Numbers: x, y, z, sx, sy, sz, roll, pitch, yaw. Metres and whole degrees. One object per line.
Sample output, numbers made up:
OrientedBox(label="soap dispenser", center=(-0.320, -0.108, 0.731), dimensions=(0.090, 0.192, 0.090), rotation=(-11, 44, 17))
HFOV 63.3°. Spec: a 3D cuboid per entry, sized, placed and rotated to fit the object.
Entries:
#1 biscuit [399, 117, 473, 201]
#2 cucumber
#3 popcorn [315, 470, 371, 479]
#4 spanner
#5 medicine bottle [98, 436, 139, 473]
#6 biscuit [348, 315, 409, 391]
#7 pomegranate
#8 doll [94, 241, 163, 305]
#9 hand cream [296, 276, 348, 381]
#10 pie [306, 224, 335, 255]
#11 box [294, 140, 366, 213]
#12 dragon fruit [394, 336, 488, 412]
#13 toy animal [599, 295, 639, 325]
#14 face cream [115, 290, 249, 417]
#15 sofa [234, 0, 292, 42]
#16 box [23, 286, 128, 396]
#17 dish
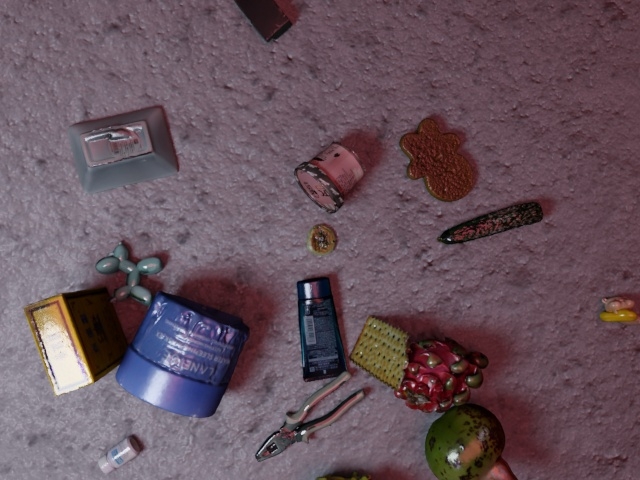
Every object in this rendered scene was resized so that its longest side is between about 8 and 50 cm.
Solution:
OrientedBox(label="biscuit", center=(0.319, -0.212, 1.415), dimensions=(0.180, 0.039, 0.236), rotation=(-37, 93, -9))
OrientedBox(label="cucumber", center=(0.459, -0.042, 1.416), dimensions=(0.294, 0.067, 0.067), rotation=(-16, 90, -7))
OrientedBox(label="popcorn", center=(0.068, 0.704, 1.267), dimensions=(0.271, 0.224, 0.257), rotation=(6, 80, -1))
OrientedBox(label="spanner", center=(-0.033, 0.466, 1.347), dimensions=(0.325, 0.040, 0.095), rotation=(-36, 92, -4))
OrientedBox(label="medicine bottle", center=(-0.497, 0.531, 1.282), dimensions=(0.089, 0.052, 0.052), rotation=(-34, 92, -7))
OrientedBox(label="biscuit", center=(0.156, 0.276, 1.308), dimensions=(0.016, 0.203, 0.144), rotation=(30, 83, -33))
OrientedBox(label="pomegranate", center=(0.391, 0.535, 1.301), dimensions=(0.248, 0.214, 0.214), rotation=(38, 83, 28))
OrientedBox(label="doll", center=(-0.477, 0.080, 1.291), dimensions=(0.159, 0.059, 0.159), rotation=(4, 70, -6))
OrientedBox(label="hand cream", center=(-0.002, 0.234, 1.356), dimensions=(0.120, 0.061, 0.270), rotation=(-8, 94, -6))
OrientedBox(label="pie", center=(0.002, -0.001, 1.377), dimensions=(0.084, 0.021, 0.084), rotation=(0, 89, -7))
OrientedBox(label="box", center=(0.029, -0.169, 1.327), dimensions=(0.151, 0.151, 0.135), rotation=(45, 76, -4))
OrientedBox(label="dragon fruit", center=(0.312, 0.341, 1.312), dimensions=(0.273, 0.218, 0.198), rotation=(10, 48, -11))
OrientedBox(label="toy animal", center=(0.848, 0.191, 1.448), dimensions=(0.114, 0.091, 0.081), rotation=(12, 73, -5))
OrientedBox(label="face cream", center=(-0.315, 0.257, 1.216), dimensions=(0.249, 0.249, 0.225), rotation=(23, 84, -6))
OrientedBox(label="sofa", center=(-0.152, -0.601, 1.367), dimensions=(0.085, 0.060, 0.147), rotation=(-39, 93, 10))
OrientedBox(label="box", center=(-0.529, 0.211, 1.163), dimensions=(0.084, 0.301, 0.192), rotation=(-21, 90, -7))
OrientedBox(label="dish", center=(-0.499, -0.231, 1.294), dimensions=(0.243, 0.080, 0.181), rotation=(-15, 90, -8))
